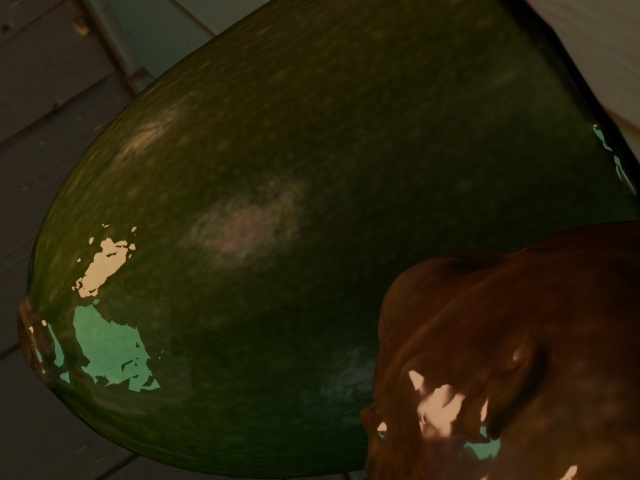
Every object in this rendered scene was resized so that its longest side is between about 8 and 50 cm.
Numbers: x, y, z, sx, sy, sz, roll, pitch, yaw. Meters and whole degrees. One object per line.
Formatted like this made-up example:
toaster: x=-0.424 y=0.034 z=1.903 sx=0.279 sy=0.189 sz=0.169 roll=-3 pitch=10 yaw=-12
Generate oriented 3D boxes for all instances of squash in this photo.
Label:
squash: x=-0.005 y=0.025 z=1.070 sx=0.310 sy=0.309 sz=0.310 roll=54 pitch=171 yaw=12

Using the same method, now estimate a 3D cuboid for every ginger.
ginger: x=0.139 y=0.116 z=0.821 sx=0.200 sy=0.223 sz=0.269 roll=-119 pitch=6 yaw=-47
